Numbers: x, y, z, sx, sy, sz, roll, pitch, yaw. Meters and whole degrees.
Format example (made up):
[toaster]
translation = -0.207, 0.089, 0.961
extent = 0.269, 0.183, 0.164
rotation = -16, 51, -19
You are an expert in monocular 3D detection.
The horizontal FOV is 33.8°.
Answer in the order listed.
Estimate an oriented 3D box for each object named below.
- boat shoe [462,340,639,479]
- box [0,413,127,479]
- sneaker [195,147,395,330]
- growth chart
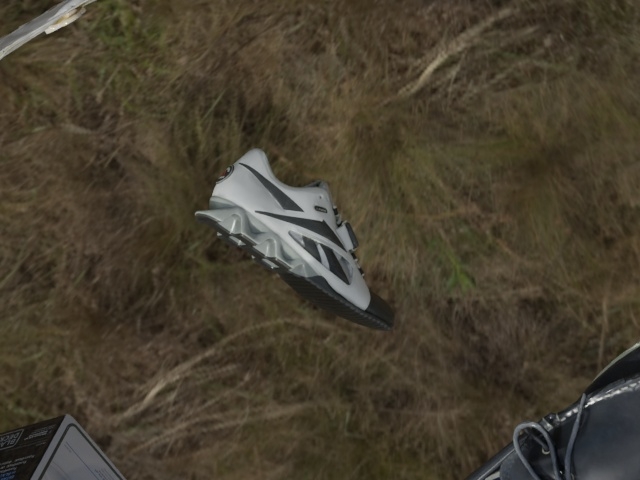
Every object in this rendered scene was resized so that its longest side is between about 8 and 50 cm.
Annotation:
[boat shoe]
translation = 0.275, 0.252, 1.074
extent = 0.187, 0.156, 0.500
rotation = 55, 131, 12
[box]
translation = -0.217, 0.288, 0.744
extent = 0.087, 0.290, 0.169
rotation = -18, 118, 26
[sneaker]
translation = 0.000, 0.000, 1.435
extent = 0.330, 0.122, 0.146
rotation = 39, 72, -26
[growth chart]
translation = -0.194, -0.153, 0.748
extent = 0.237, 0.172, 0.021
rotation = -35, 110, -12
